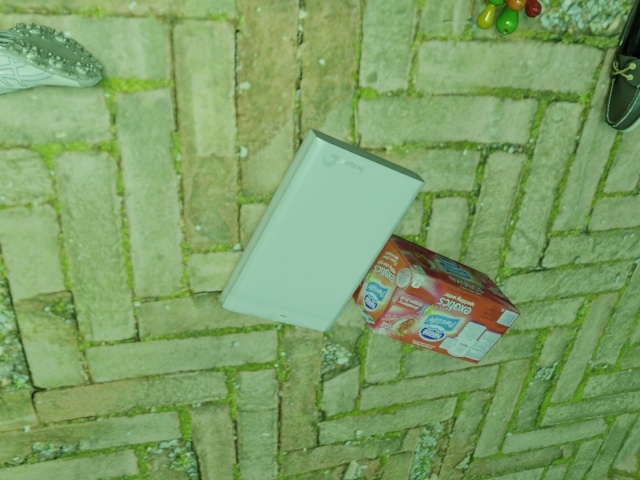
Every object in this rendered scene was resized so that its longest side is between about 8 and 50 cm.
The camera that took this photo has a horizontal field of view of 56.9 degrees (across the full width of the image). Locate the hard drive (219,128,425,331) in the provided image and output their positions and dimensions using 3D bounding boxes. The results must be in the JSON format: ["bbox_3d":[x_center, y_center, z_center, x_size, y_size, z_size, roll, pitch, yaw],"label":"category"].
[{"bbox_3d":[0.000,0.000,0.916,0.203,0.040,0.307,17,116,-30],"label":"hard drive"}]

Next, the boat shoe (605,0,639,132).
[{"bbox_3d":[0.477,-0.276,0.887,0.069,0.081,0.227,4,114,-20],"label":"boat shoe"}]

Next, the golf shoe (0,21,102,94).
[{"bbox_3d":[-0.336,-0.194,0.651,0.176,0.069,0.086,13,137,-25],"label":"golf shoe"}]

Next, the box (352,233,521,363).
[{"bbox_3d":[0.194,0.103,1.007,0.257,0.122,0.128,21,113,-31],"label":"box"}]

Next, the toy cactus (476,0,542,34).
[{"bbox_3d":[0.246,-0.372,0.727,0.180,0.112,0.219,-35,120,-8],"label":"toy cactus"}]
